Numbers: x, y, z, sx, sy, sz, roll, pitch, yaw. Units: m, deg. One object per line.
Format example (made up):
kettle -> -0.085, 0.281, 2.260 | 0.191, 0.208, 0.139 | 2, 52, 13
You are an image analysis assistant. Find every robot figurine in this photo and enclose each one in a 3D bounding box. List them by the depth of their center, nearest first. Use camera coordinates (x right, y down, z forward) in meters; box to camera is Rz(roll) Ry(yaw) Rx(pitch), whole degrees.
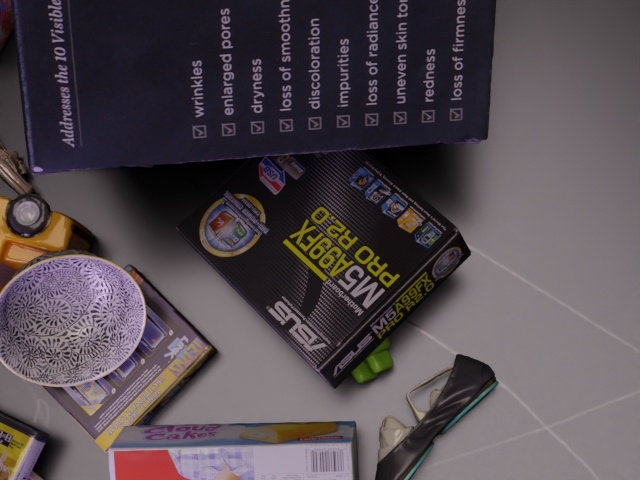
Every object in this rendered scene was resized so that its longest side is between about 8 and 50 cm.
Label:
robot figurine -> 0.036, 0.103, 1.567 | 0.101, 0.067, 0.115 | -35, 76, 29

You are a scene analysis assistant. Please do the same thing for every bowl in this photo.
bowl -> -0.282, 0.070, 1.529 | 0.170, 0.170, 0.080 | -28, 34, -2

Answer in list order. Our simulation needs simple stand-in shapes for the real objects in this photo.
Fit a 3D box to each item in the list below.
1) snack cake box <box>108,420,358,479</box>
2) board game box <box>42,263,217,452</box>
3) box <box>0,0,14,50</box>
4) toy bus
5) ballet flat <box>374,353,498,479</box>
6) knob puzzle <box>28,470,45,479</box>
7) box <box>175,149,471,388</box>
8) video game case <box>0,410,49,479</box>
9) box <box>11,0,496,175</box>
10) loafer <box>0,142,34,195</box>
snack cake box -> -0.090, 0.283, 1.508 | 0.264, 0.089, 0.152 | -2, 99, 4
board game box -> -0.228, 0.136, 1.592 | 0.170, 0.048, 0.141 | -45, 80, -5
box -> -0.397, -0.364, 1.667 | 0.123, 0.128, 0.257 | 27, 82, 10
toy bus -> -0.442, -0.010, 1.607 | 0.333, 0.108, 0.130 | 15, 80, 7
ballet flat -> 0.110, 0.205, 1.540 | 0.074, 0.074, 0.203 | 41, 78, 11
knob puzzle -> -0.371, 0.337, 1.570 | 0.213, 0.030, 0.213 | -1, 78, 4
box -> 0.000, 0.000, 1.548 | 0.216, 0.060, 0.270 | -43, 57, -5
video game case -> -0.477, 0.278, 1.568 | 0.275, 0.035, 0.248 | 22, 81, 19
box -> -0.081, -0.348, 1.401 | 0.472, 0.297, 0.480 | -5, 118, -10
loafer -> -0.382, -0.103, 1.657 | 0.125, 0.045, 0.039 | 42, 78, 14
